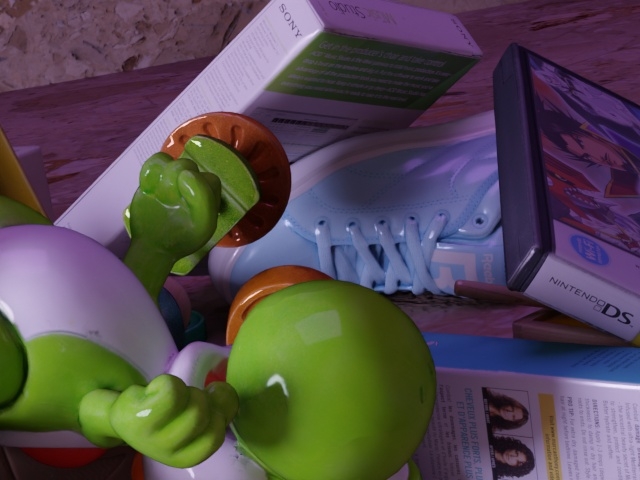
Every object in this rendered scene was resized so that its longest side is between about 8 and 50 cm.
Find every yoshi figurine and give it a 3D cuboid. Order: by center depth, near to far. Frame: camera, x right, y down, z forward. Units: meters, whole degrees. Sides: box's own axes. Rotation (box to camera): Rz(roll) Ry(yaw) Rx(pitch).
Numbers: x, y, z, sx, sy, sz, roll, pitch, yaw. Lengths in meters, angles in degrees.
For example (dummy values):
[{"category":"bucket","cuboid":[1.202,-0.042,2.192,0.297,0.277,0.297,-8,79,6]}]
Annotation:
[{"category":"yoshi figurine","cuboid":[-0.088,0.045,0.896,0.362,0.203,0.203,28,-12,-6]}]

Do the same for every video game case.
[{"category":"video game case","cuboid":[0.224,-0.004,1.059,0.248,0.035,0.275,25,29,-11]}]

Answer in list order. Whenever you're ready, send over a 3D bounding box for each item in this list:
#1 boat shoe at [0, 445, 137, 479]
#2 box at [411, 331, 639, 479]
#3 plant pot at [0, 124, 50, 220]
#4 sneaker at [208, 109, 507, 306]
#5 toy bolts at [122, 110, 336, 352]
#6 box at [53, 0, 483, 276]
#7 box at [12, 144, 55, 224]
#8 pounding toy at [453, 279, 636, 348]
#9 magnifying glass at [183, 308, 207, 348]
[{"category":"boat shoe","cuboid":[-0.152,0.138,1.035,0.285,0.102,0.092,-13,6,-20]},{"category":"box","cuboid":[0.128,0.110,0.951,0.244,0.100,0.060,2,17,37]},{"category":"plant pot","cuboid":[-0.364,0.016,1.414,0.187,0.212,0.212,-17,15,33]},{"category":"sneaker","cuboid":[0.091,-0.010,1.406,0.366,0.135,0.150,-21,36,-5]},{"category":"toy bolts","cuboid":[-0.078,0.039,1.277,0.228,0.218,0.158,-41,2,20]},{"category":"box","cuboid":[-0.045,-0.081,1.430,0.322,0.058,0.232,-41,-23,28]},{"category":"box","cuboid":[-0.383,-0.002,1.660,0.149,0.126,0.232,-1,15,29]},{"category":"pounding toy","cuboid":[0.183,0.063,1.102,0.130,0.100,0.141,-20,18,-39]},{"category":"magnifying glass","cuboid":[-0.193,0.074,1.453,0.231,0.026,0.092,2,18,39]}]
